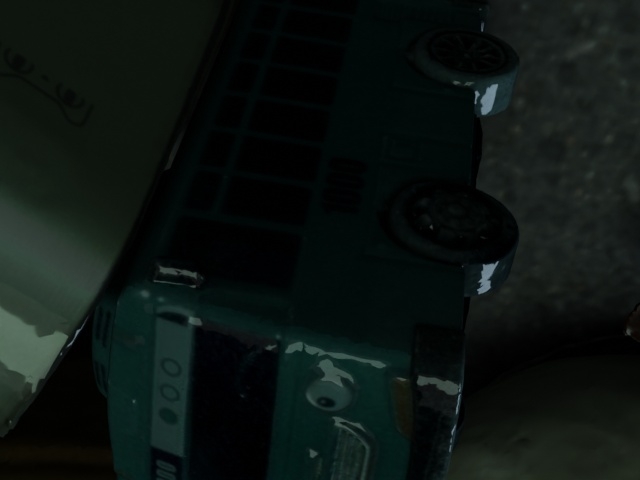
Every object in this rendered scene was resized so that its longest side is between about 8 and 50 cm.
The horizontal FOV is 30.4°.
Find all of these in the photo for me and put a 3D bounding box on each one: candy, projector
[{"bbox_3d":[0.169,0.193,0.669,0.296,0.185,0.295,1,124,2],"label":"candy"},{"bbox_3d":[-0.214,-0.052,0.470,0.249,0.248,0.248,35,131,-20],"label":"projector"}]

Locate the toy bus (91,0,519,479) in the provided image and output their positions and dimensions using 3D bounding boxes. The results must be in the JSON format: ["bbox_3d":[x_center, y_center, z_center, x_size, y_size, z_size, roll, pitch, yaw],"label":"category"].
[{"bbox_3d":[0.000,0.000,0.491,0.147,0.256,0.128,10,128,3],"label":"toy bus"}]

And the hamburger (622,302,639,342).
[{"bbox_3d":[0.245,0.019,0.581,0.166,0.087,0.137,20,127,-10],"label":"hamburger"}]

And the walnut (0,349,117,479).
[{"bbox_3d":[-0.155,0.215,0.655,0.344,0.306,0.306,-31,119,19],"label":"walnut"}]
